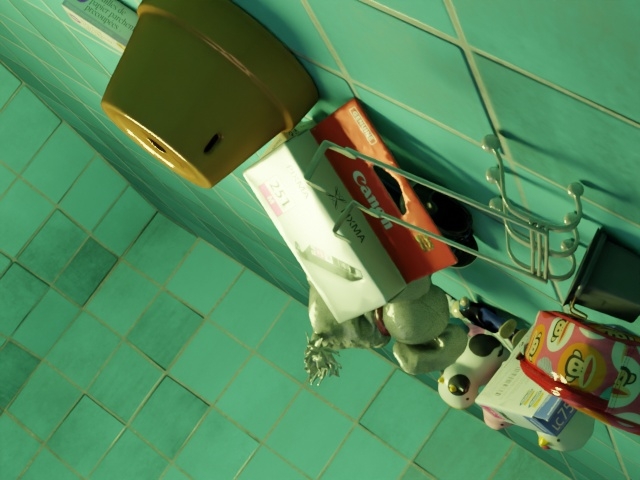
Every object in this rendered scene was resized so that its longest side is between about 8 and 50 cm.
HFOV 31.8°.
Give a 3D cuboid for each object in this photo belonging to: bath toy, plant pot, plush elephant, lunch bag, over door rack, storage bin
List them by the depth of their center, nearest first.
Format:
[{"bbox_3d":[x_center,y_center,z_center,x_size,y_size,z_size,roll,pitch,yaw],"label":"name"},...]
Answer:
[{"bbox_3d":[0.355,0.056,1.372,0.091,0.098,0.135,24,168,12],"label":"storage bin"},{"bbox_3d":[0.161,-0.050,1.389,0.324,0.108,0.239,12,165,14],"label":"over door rack"},{"bbox_3d":[0.413,0.177,1.465,0.293,0.120,0.258,19,-177,-9],"label":"lunch bag"},{"bbox_3d":[-0.178,-0.213,1.617,0.291,0.203,0.291,36,170,7],"label":"plant pot"},{"bbox_3d":[0.114,0.095,1.937,0.255,0.330,0.272,-6,138,18],"label":"plush elephant"},{"bbox_3d":[0.327,0.271,2.033,0.348,0.151,0.129,31,-172,34],"label":"bath toy"}]

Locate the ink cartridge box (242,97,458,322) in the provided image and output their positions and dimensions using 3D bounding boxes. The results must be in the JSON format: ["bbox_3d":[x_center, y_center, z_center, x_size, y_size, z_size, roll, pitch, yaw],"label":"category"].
[{"bbox_3d":[0.037,-0.034,1.598,0.275,0.060,0.239,57,143,-3],"label":"ink cartridge box"}]

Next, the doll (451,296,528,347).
[{"bbox_3d":[0.310,0.146,2.129,0.129,0.046,0.189,36,174,-29],"label":"doll"}]

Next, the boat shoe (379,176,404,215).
[{"bbox_3d":[0.080,-0.053,1.827,0.258,0.089,0.109,34,171,15],"label":"boat shoe"}]

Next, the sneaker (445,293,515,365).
[{"bbox_3d":[0.292,0.204,2.285,0.252,0.111,0.103,33,171,21],"label":"sneaker"}]

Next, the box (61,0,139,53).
[{"bbox_3d":[-0.289,-0.327,1.897,0.324,0.063,0.067,34,170,12],"label":"box"}]

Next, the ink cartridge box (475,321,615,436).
[{"bbox_3d":[0.372,0.217,1.805,0.065,0.186,0.311,40,170,-5],"label":"ink cartridge box"}]

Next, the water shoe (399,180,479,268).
[{"bbox_3d":[0.192,-0.013,1.673,0.080,0.073,0.203,19,163,47],"label":"water shoe"}]

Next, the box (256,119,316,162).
[{"bbox_3d":[0.026,-0.049,1.736,0.275,0.113,0.094,46,-146,11],"label":"box"}]
